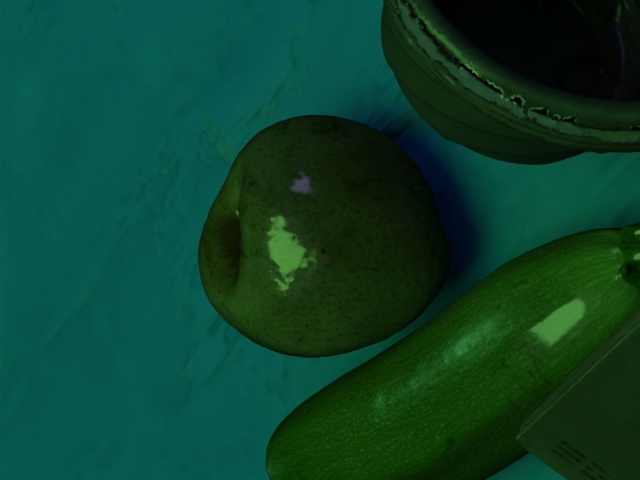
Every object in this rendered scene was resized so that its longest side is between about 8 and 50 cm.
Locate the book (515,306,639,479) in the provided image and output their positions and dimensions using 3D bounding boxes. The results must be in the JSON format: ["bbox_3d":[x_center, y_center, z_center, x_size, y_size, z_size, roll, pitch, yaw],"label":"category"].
[{"bbox_3d":[0.231,0.104,0.726,0.215,0.025,0.282,35,149,2],"label":"book"}]

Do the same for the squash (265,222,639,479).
[{"bbox_3d":[0.089,0.096,0.929,0.395,0.107,0.107,-38,75,42],"label":"squash"}]

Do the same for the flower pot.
[{"bbox_3d":[0.117,-0.129,0.781,0.235,0.235,0.140,61,155,13],"label":"flower pot"}]

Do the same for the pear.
[{"bbox_3d":[0.000,0.000,0.963,0.167,0.137,0.167,180,90,-65],"label":"pear"}]
